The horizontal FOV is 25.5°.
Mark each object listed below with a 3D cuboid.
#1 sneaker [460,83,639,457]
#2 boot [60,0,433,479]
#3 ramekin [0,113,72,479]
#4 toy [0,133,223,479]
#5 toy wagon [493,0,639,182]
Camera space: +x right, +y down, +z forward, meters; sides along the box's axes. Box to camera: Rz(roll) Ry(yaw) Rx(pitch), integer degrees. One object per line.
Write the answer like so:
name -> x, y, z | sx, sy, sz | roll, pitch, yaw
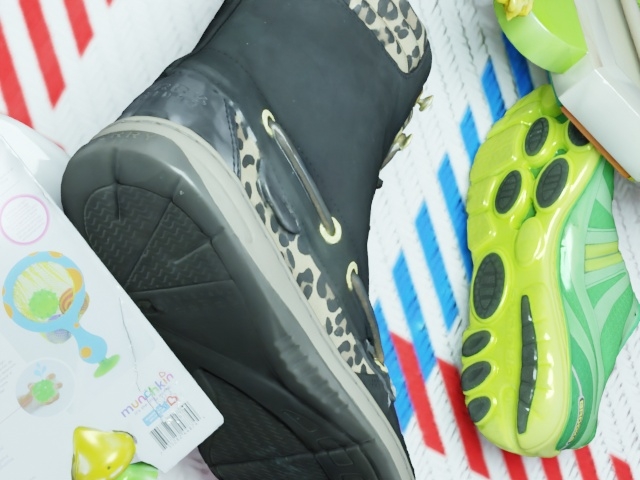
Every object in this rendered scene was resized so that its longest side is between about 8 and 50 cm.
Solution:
sneaker -> 0.174, 0.017, 1.050 | 0.123, 0.109, 0.295 | 27, 69, -47
boot -> 0.000, 0.000, 0.920 | 0.377, 0.138, 0.284 | 59, 38, -34
ramekin -> -0.253, 0.054, 0.852 | 0.273, 0.127, 0.272 | 2, 85, -22
toy -> -0.177, 0.054, 0.780 | 0.137, 0.056, 0.237 | -40, 107, -13
toy wagon -> 0.241, -0.140, 1.024 | 0.344, 0.068, 0.267 | 11, 54, -31
